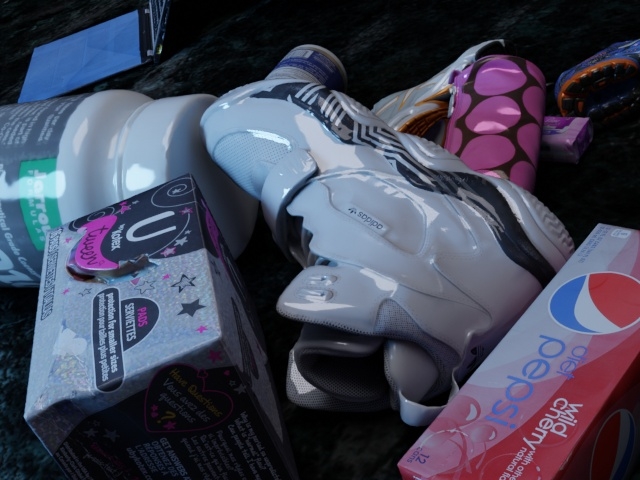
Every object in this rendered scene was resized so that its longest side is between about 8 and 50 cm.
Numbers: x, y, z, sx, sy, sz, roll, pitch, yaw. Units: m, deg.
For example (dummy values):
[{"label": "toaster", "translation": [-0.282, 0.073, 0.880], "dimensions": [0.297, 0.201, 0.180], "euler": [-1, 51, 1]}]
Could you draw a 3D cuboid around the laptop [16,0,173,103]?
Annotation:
[{"label": "laptop", "translation": [-0.412, -0.472, 1.643], "dimensions": [0.236, 0.408, 0.382], "euler": [10, 27, -18]}]

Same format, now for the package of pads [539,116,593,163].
[{"label": "package of pads", "translation": [0.235, -0.106, 0.897], "dimensions": [0.083, 0.032, 0.050], "euler": [8, 45, 39]}]

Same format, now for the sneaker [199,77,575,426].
[{"label": "sneaker", "translation": [0.000, 0.000, 0.703], "dimensions": [0.365, 0.137, 0.210], "euler": [28, 53, 26]}]

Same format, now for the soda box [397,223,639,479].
[{"label": "soda box", "translation": [0.167, 0.098, 0.569], "dimensions": [0.092, 0.083, 0.263], "euler": [13, 44, 42]}]

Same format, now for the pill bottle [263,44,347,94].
[{"label": "pill bottle", "translation": [-0.037, -0.168, 1.085], "dimensions": [0.094, 0.094, 0.169], "euler": [-1, 36, 28]}]

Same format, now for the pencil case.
[{"label": "pencil case", "translation": [0.157, -0.085, 0.823], "dimensions": [0.098, 0.095, 0.209], "euler": [20, 48, -3]}]

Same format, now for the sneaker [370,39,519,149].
[{"label": "sneaker", "translation": [0.120, -0.150, 0.973], "dimensions": [0.262, 0.099, 0.121], "euler": [-37, 31, -29]}]

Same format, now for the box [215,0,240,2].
[{"label": "box", "translation": [-0.079, -0.560, 1.605], "dimensions": [0.381, 0.143, 0.191], "euler": [9, 79, 37]}]

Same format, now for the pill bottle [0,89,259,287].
[{"label": "pill bottle", "translation": [-0.262, -0.052, 0.924], "dimensions": [0.361, 0.204, 0.204], "euler": [-3, 35, 26]}]

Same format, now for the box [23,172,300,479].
[{"label": "box", "translation": [-0.121, 0.083, 0.674], "dimensions": [0.142, 0.163, 0.247], "euler": [-22, 32, -2]}]

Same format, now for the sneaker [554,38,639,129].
[{"label": "sneaker", "translation": [0.350, -0.190, 0.923], "dimensions": [0.221, 0.083, 0.087], "euler": [-16, 26, 1]}]
